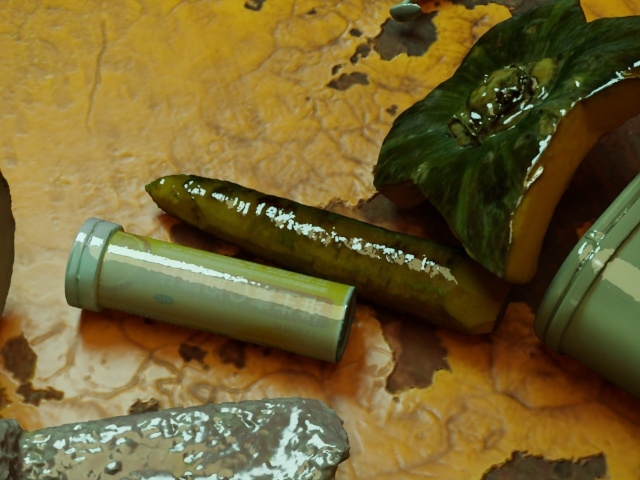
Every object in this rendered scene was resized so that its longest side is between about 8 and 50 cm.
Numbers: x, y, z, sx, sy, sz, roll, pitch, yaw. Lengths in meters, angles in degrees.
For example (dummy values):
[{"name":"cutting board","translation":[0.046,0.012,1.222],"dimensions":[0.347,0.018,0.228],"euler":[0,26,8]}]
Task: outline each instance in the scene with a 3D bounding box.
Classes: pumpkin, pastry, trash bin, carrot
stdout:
[{"name":"pumpkin","translation":[0.166,-0.101,1.210],"dimensions":[0.258,0.095,0.290],"euler":[-40,23,-5]},{"name":"pastry","translation":[-0.113,0.170,1.056],"dimensions":[0.265,0.112,0.102],"euler":[3,43,-11]},{"name":"trash bin","translation":[0.324,0.048,1.128],"dimensions":[0.247,0.121,0.243],"euler":[35,61,21]},{"name":"carrot","translation":[0.000,0.000,1.203],"dimensions":[0.314,0.066,0.066],"euler":[20,56,16]}]

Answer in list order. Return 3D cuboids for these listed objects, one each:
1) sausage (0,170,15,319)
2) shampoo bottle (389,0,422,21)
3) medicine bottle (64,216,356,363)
[{"name":"sausage","translation":[-0.399,0.002,1.109],"dimensions":[0.287,0.233,0.233],"euler":[18,56,13]},{"name":"shampoo bottle","translation":[0.095,-0.258,1.403],"dimensions":[0.077,0.045,0.152],"euler":[17,57,13]},{"name":"medicine bottle","translation":[-0.084,0.040,1.171],"dimensions":[0.218,0.074,0.074],"euler":[13,55,8]}]
